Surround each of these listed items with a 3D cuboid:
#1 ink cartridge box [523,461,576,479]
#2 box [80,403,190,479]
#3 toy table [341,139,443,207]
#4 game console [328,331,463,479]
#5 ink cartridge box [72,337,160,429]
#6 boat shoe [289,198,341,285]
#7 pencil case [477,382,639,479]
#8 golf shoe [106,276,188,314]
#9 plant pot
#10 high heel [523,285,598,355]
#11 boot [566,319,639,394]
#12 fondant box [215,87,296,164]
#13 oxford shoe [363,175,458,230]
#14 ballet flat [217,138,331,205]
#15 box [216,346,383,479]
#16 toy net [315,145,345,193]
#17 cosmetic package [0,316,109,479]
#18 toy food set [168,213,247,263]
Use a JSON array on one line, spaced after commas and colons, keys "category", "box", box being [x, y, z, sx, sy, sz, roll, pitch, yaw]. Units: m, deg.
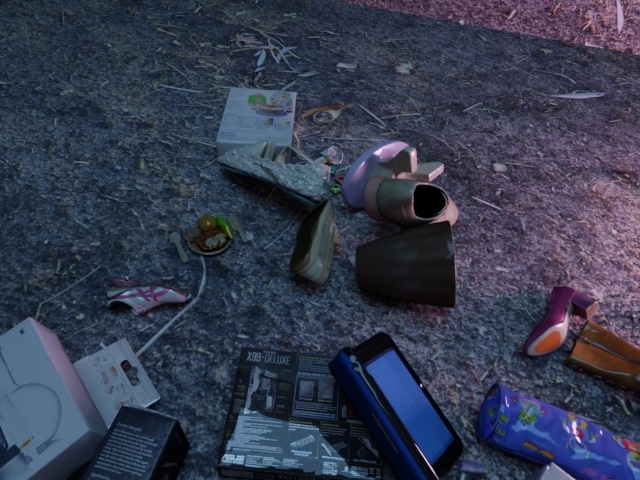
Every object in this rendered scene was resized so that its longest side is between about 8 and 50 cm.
[{"category": "ink cartridge box", "box": [0.444, 0.568, 0.716, 0.308, 0.129, 0.223, 36, 55, 24]}, {"category": "box", "box": [-0.324, 0.415, 0.761, 0.108, 0.153, 0.207, 12, 48, 6]}, {"category": "toy table", "box": [0.215, -0.174, 1.295, 0.274, 0.252, 0.161, -45, 48, -15]}, {"category": "game console", "box": [0.164, 0.304, 0.818, 0.174, 0.250, 0.293, -30, 73, -18]}, {"category": "ink cartridge box", "box": [-0.465, 0.326, 0.896, 0.225, 0.056, 0.181, -27, 56, -31]}, {"category": "boat shoe", "box": [0.000, 0.000, 1.203, 0.098, 0.109, 0.302, 40, 34, -18]}, {"category": "pencil case", "box": [0.470, 0.400, 0.871, 0.306, 0.119, 0.133, 21, 31, 14]}, {"category": "golf shoe", "box": [-0.414, 0.139, 1.062, 0.186, 0.067, 0.085, 6, 75, -1]}, {"category": "plant pot", "box": [0.208, 0.064, 1.109, 0.231, 0.215, 0.215, -3, 47, 12]}, {"category": "high heel", "box": [0.566, 0.194, 1.110, 0.244, 0.082, 0.117, -33, 30, -15]}, {"category": "boot", "box": [0.697, 0.324, 0.979, 0.281, 0.096, 0.264, 30, 53, 20]}, {"category": "fondant box", "box": [-0.211, -0.395, 1.523, 0.239, 0.096, 0.330, 3, 49, -3]}, {"category": "oxford shoe", "box": [0.281, -0.079, 1.165, 0.147, 0.140, 0.397, 7, 3, 43]}, {"category": "ballet flat", "box": [-0.128, -0.222, 1.305, 0.409, 0.146, 0.147, 25, 50, 31]}, {"category": "box", "box": [-0.032, 0.352, 0.895, 0.308, 0.076, 0.242, 6, 48, -1]}, {"category": "toy net", "box": [0.038, -0.248, 1.450, 0.122, 0.045, 0.232, 14, 49, 7]}, {"category": "cosmetic package", "box": [-0.607, 0.362, 0.772, 0.377, 0.097, 0.284, -39, 59, -18]}, {"category": "toy food set", "box": [-0.307, -0.016, 1.216, 0.192, 0.038, 0.132, -21, 54, -22]}]
